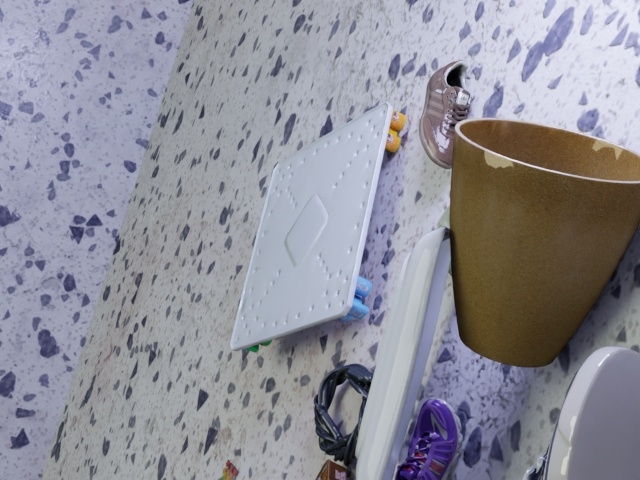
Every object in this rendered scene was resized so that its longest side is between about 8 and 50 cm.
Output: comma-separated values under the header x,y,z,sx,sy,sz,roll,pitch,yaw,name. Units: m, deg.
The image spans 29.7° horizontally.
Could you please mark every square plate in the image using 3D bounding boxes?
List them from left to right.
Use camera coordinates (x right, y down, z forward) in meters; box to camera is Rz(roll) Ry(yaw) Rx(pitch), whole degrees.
x,y,z,sx,sy,sz,roll,pitch,yaw,name
0.109,0.147,1.549,0.344,0.049,0.347,-3,-73,-82,square plate

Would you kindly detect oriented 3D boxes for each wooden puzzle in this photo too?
x,y,z,sx,sy,sz,roll,pitch,yaw,name
-0.170,0.442,2.238,0.083,0.006,0.049,25,95,67,wooden puzzle

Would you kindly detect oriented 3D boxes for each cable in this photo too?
x,y,z,sx,sy,sz,roll,pitch,yaw,name
0.040,0.267,1.870,0.184,0.047,0.150,15,91,64,cable

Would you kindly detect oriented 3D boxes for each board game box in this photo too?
x,y,z,sx,sy,sz,roll,pitch,yaw,name
-0.006,-0.010,2.117,0.390,0.050,0.389,-24,48,55,board game box

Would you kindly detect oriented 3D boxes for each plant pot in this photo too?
x,y,z,sx,sy,sz,roll,pitch,yaw,name
0.245,0.010,1.410,0.237,0.237,0.254,-127,46,-63,plant pot

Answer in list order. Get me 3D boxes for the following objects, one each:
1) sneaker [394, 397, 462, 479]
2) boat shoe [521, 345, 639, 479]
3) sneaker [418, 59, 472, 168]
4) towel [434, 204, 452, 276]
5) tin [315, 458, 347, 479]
x,y,z,sx,sy,sz,roll,pitch,yaw,name
0.136,0.290,1.577,0.068,0.071,0.169,7,81,38,sneaker
0.244,0.274,1.288,0.158,0.127,0.340,2,75,58,boat shoe
0.196,-0.199,1.847,0.071,0.066,0.188,-43,36,46,sneaker
0.203,-0.007,1.731,0.110,0.027,0.148,-63,24,19,towel
0.003,0.391,1.779,0.106,0.040,0.189,-60,2,7,tin
